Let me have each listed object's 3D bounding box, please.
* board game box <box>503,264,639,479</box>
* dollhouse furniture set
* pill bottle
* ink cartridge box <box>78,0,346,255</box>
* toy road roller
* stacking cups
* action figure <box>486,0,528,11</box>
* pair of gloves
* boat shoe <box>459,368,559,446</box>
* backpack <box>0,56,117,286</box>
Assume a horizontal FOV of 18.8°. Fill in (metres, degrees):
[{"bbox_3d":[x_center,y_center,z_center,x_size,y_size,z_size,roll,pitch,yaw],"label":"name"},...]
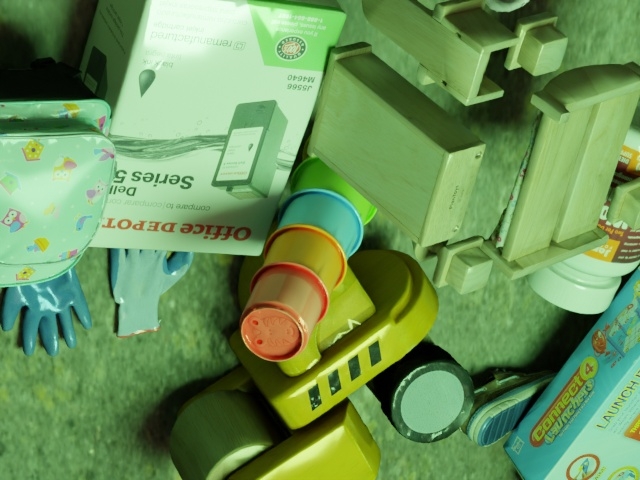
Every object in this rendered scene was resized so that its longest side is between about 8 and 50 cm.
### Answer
[{"bbox_3d":[0.414,0.182,2.187,0.302,0.086,0.308,21,114,-35],"label":"board game box"},{"bbox_3d":[0.186,-0.137,1.828,0.355,0.174,0.303,-18,136,-37],"label":"dollhouse furniture set"},{"bbox_3d":[0.303,-0.039,2.059,0.121,0.121,0.221,5,121,-28],"label":"pill bottle"},{"bbox_3d":[-0.120,-0.128,1.800,0.198,0.115,0.273,3,122,-28],"label":"ink cartridge box"},{"bbox_3d":[-0.029,0.126,1.984,0.329,0.202,0.240,-35,119,-4],"label":"toy road roller"},{"bbox_3d":[0.000,0.000,1.817,0.096,0.316,0.096,6,122,9],"label":"stacking cups"},{"bbox_3d":[0.337,-0.353,1.735,0.370,0.275,0.248,8,142,1],"label":"action figure"},{"bbox_3d":[-0.223,0.042,1.940,0.198,0.023,0.159,-8,127,-19],"label":"pair of gloves"},{"bbox_3d":[0.215,0.176,2.208,0.183,0.066,0.066,-15,131,-49],"label":"boat shoe"},{"bbox_3d":[-0.268,-0.048,1.691,0.166,0.144,0.188,-5,127,-31],"label":"backpack"}]
